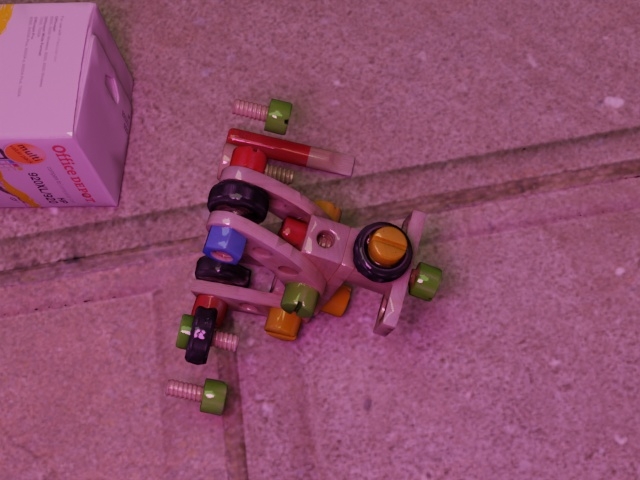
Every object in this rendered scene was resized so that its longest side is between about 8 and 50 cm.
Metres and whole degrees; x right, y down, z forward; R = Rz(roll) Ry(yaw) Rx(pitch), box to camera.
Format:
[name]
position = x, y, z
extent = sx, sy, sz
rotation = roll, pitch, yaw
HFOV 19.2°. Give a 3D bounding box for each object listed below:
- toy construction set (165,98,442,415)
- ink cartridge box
[toy construction set]
position = 0.000, 0.000, 1.912
extent = 0.237, 0.257, 0.309
rotation = 13, 43, -3
[ink cartridge box]
position = -0.338, -0.142, 2.035
extent = 0.233, 0.171, 0.168
rotation = -1, 65, 11
